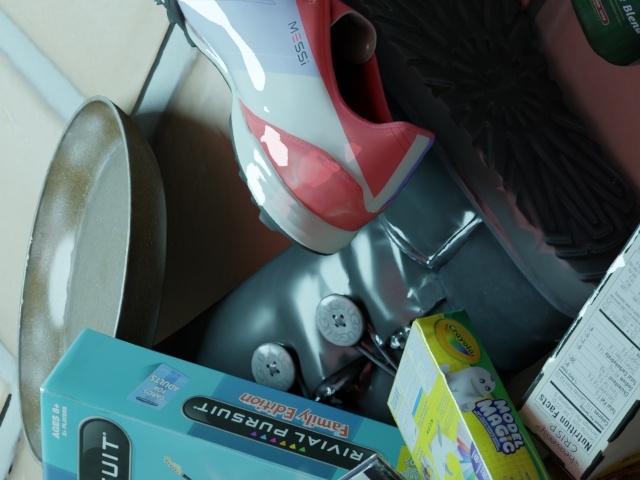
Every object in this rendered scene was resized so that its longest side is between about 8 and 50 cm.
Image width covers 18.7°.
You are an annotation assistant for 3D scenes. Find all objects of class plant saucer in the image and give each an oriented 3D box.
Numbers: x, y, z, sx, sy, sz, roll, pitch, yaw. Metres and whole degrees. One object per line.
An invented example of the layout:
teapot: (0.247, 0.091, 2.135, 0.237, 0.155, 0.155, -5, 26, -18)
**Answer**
plant saucer: (-0.188, 0.036, 1.611, 0.310, 0.050, 0.311, -172, 90, -67)

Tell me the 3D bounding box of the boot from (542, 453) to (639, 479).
boot: (0.231, 0.195, 1.263, 0.197, 0.152, 0.073, 38, 123, 30)

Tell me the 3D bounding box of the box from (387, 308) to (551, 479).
box: (0.102, 0.145, 1.251, 0.105, 0.043, 0.179, 104, 150, -52)

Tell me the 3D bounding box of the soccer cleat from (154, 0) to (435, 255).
soccer cleat: (-0.025, -0.143, 1.278, 0.116, 0.108, 0.318, -40, 57, 25)

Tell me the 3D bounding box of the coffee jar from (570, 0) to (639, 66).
coffee jar: (0.244, -0.184, 1.216, 0.184, 0.079, 0.096, -26, 82, 42)

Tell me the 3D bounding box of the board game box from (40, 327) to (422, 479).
board game box: (-0.040, 0.228, 1.441, 0.336, 0.079, 0.254, 16, 129, 14)

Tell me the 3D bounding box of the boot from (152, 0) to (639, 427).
boot: (0.001, 0.002, 1.455, 0.445, 0.146, 0.367, -45, 68, 44)

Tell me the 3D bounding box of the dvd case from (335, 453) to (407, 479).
dvd case: (0.028, 0.252, 1.362, 0.164, 0.018, 0.221, 44, 130, -8)

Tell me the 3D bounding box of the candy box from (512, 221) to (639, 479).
candy box: (0.240, 0.036, 1.216, 0.071, 0.159, 0.233, 48, 128, 26)
